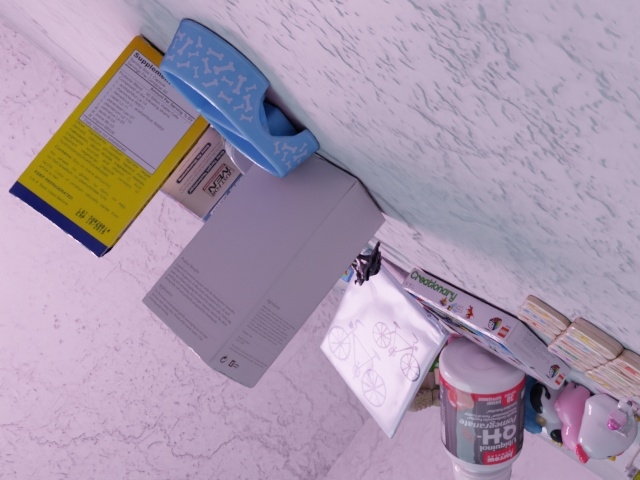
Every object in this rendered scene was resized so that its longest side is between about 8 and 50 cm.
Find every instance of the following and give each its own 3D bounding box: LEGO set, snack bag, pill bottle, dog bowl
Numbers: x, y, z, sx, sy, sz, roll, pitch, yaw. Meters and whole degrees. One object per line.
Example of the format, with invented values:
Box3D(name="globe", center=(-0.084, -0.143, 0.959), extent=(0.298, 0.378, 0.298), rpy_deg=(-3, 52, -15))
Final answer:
Box3D(name="LEGO set", center=(0.582, 0.374, 1.166), extent=(0.132, 0.107, 0.287), rpy_deg=(42, 173, -39))
Box3D(name="snack bag", center=(0.138, 0.231, 1.722), extent=(0.037, 0.342, 0.323), rpy_deg=(-4, -141, -37))
Box3D(name="pill bottle", center=(0.345, 0.376, 1.579), extent=(0.176, 0.176, 0.318), rpy_deg=(31, 135, 50))
Box3D(name="dog bowl", center=(-0.119, -0.192, 1.072), extent=(0.166, 0.074, 0.297), rpy_deg=(33, 173, 37))

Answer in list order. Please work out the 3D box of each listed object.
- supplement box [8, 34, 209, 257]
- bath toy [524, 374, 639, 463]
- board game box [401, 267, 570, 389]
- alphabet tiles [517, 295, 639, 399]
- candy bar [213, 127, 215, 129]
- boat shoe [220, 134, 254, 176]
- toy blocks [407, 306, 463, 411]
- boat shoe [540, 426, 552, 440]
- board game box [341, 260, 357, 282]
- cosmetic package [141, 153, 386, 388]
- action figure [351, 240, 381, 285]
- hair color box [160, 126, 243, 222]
Box3D(name="supplement box", center=(-0.369, -0.167, 1.375), extent=(0.194, 0.356, 0.195), rpy_deg=(39, 175, -10))
Box3D(name="bath toy", center=(0.500, 0.359, 1.462), extent=(0.151, 0.129, 0.348), rpy_deg=(38, 174, -4))
Box3D(name="board game box", center=(0.310, 0.164, 1.421), extent=(0.193, 0.053, 0.305), rpy_deg=(40, 174, -34))
Box3D(name="alphabet tiles", center=(0.412, 0.179, 1.082), extent=(0.278, 0.021, 0.284), rpy_deg=(36, 175, 16))
Box3D(name="candy bar", center=(-0.219, -0.232, 1.652), extent=(0.040, 0.018, 0.161), rpy_deg=(36, 174, 1))
Box3D(name="boat shoe", center=(-0.086, -0.121, 1.423), extent=(0.302, 0.109, 0.094), rpy_deg=(54, -179, -42))
Box3D(name="toy blocks", center=(0.291, 0.274, 1.832), extent=(0.309, 0.259, 0.289), rpy_deg=(0, -179, 40))
Box3D(name="boat shoe", center=(0.554, 0.437, 1.933), extent=(0.084, 0.095, 0.258), rpy_deg=(37, 175, -41))
Box3D(name="board game box", center=(0.071, 0.076, 2.059), extent=(0.160, 0.039, 0.211), rpy_deg=(18, -170, -41))
Box3D(name="cosmetic package", center=(-0.090, 0.031, 1.221), extent=(0.197, 0.365, 0.155), rpy_deg=(37, 173, 35))
Box3D(name="action figure", center=(0.000, 0.000, 1.608), extent=(0.276, 0.140, 0.164), rpy_deg=(19, 171, 17))
Box3D(name="hair color box", center=(-0.280, -0.165, 1.589), extent=(0.347, 0.173, 0.105), rpy_deg=(34, 173, 34))
